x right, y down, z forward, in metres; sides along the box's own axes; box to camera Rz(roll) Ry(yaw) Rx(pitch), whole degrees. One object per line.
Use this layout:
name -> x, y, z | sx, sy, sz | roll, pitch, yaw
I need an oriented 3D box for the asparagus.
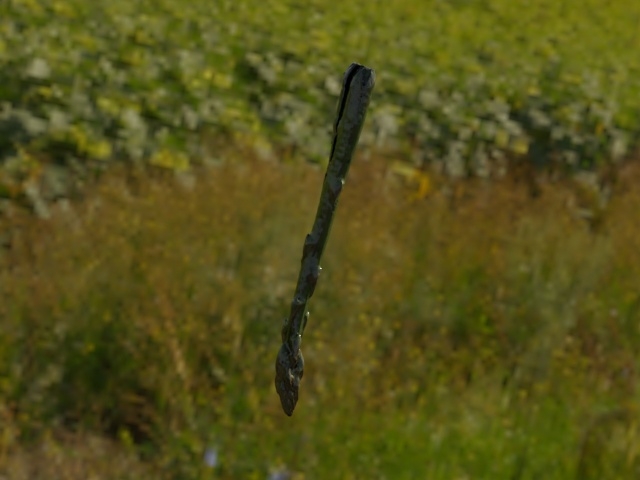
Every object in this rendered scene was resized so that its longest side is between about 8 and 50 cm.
asparagus -> 0.000, 0.000, 1.096 | 0.023, 0.232, 0.022 | 13, 4, 3
